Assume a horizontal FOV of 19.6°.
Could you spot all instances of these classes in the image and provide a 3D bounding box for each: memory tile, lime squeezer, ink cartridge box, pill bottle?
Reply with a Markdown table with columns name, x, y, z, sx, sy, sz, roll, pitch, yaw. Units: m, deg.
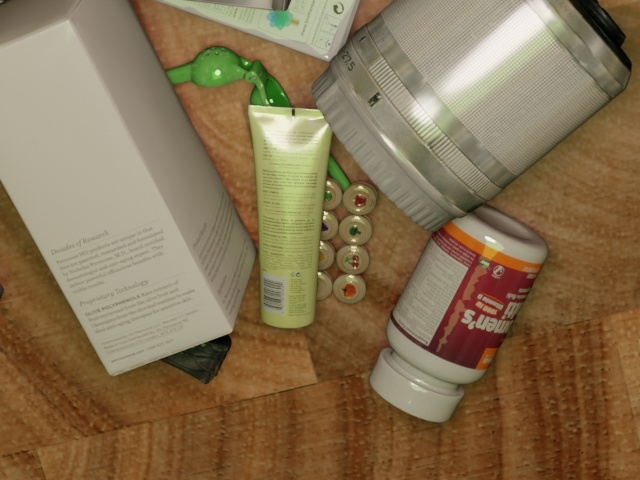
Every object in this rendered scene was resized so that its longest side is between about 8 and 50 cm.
| name | x | y | z | sx | sy | sz | roll | pitch | yaw |
| --- | --- | --- | --- | --- | --- | --- | --- | --- | --- |
| memory tile | 0.000 | 0.000 | 2.012 | 0.113 | 0.012 | 0.148 | 7 | 117 | 3 |
| lime squeezer | -0.085 | -0.140 | 1.967 | 0.310 | 0.059 | 0.110 | 22 | 105 | -5 |
| ink cartridge box | -0.097 | -0.321 | 1.912 | 0.311 | 0.065 | 0.186 | 18 | 106 | -6 |
| pill bottle | 0.144 | 0.076 | 1.988 | 0.121 | 0.121 | 0.221 | 24 | 105 | -5 |

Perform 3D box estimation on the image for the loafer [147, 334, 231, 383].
| name | x | y | z | sx | sy | sz | roll | pitch | yaw |
| --- | --- | --- | --- | --- | --- | --- | --- | --- | --- |
| loafer | -0.186 | 0.111 | 2.042 | 0.170 | 0.062 | 0.061 | 20 | 111 | -2 |

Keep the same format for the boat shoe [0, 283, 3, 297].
| name | x | y | z | sx | sy | sz | roll | pitch | yaw |
| --- | --- | --- | --- | --- | --- | --- | --- | --- | --- |
| boat shoe | -0.470 | -0.027 | 2.003 | 0.099 | 0.116 | 0.319 | -42 | 99 | -20 |

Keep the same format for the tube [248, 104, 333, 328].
| name | x | y | z | sx | sy | sz | roll | pitch | yaw |
| --- | --- | --- | --- | --- | --- | --- | --- | --- | --- |
| tube | -0.031 | -0.027 | 1.968 | 0.070 | 0.062 | 0.240 | -14 | 116 | -33 |

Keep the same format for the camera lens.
| name | x | y | z | sx | sy | sz | roll | pitch | yaw |
| --- | --- | --- | --- | --- | --- | --- | --- | --- | --- |
| camera lens | 0.156 | -0.169 | 1.865 | 0.274 | 0.219 | 0.219 | -40 | 101 | 12 |

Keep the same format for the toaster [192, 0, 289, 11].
| name | x | y | z | sx | sy | sz | roll | pitch | yaw |
| --- | --- | --- | --- | --- | --- | --- | --- | --- | --- |
| toaster | -0.099 | -0.290 | 1.796 | 0.168 | 0.186 | 0.110 | 6 | 102 | -1 |

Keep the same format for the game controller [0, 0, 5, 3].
| name | x | y | z | sx | sy | sz | roll | pitch | yaw |
| --- | --- | --- | --- | --- | --- | --- | --- | --- | --- |
| game controller | -0.390 | -0.234 | 1.956 | 0.166 | 0.067 | 0.319 | 3 | 107 | -14 |

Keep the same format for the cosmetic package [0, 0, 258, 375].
| name | x | y | z | sx | sy | sz | roll | pitch | yaw |
| --- | --- | --- | --- | --- | --- | --- | --- | --- | --- |
| cosmetic package | -0.214 | -0.076 | 1.889 | 0.155 | 0.197 | 0.366 | -21 | 111 | 17 |
